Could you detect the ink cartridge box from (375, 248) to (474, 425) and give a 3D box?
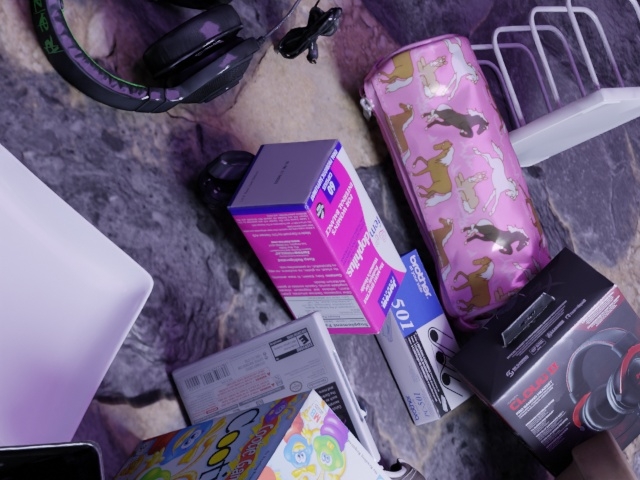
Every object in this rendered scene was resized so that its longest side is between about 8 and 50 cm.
[{"bbox_3d":[0.123,0.125,1.830,0.097,0.046,0.207,-25,92,-48],"label":"ink cartridge box"}]

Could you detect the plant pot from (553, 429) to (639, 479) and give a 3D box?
[{"bbox_3d":[0.326,0.403,1.757,0.263,0.229,0.263,58,5,-8],"label":"plant pot"}]

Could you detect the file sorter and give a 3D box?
[{"bbox_3d":[0.318,-0.225,1.995,0.193,0.277,0.173,-9,79,-46],"label":"file sorter"}]

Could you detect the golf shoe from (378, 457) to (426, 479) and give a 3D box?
[{"bbox_3d":[0.055,0.322,1.679,0.198,0.077,0.094,-16,63,-45],"label":"golf shoe"}]

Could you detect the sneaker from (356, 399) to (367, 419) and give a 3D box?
[{"bbox_3d":[-0.013,0.234,1.575,0.094,0.153,0.235,13,65,-40],"label":"sneaker"}]

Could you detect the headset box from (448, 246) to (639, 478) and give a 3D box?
[{"bbox_3d":[0.318,0.166,1.830,0.218,0.110,0.293,-44,131,-2],"label":"headset box"}]

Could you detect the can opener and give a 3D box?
[{"bbox_3d":[-0.078,-0.065,1.703,0.186,0.073,0.059,5,62,-53],"label":"can opener"}]

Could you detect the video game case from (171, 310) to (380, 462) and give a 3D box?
[{"bbox_3d":[-0.050,0.189,1.531,0.173,0.190,0.022,67,22,3],"label":"video game case"}]

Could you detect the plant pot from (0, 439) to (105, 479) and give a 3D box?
[{"bbox_3d":[-0.307,0.290,1.255,0.187,0.167,0.188,4,71,-43],"label":"plant pot"}]

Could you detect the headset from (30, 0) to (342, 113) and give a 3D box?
[{"bbox_3d":[-0.156,-0.266,1.680,0.394,0.185,0.243,-3,80,-29],"label":"headset"}]

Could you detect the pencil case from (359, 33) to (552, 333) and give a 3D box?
[{"bbox_3d":[0.184,-0.077,1.891,0.386,0.167,0.160,68,23,2],"label":"pencil case"}]

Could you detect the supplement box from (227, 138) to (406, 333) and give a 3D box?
[{"bbox_3d":[0.000,0.000,1.668,0.220,0.114,0.111,61,40,-37],"label":"supplement box"}]

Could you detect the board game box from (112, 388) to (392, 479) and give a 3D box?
[{"bbox_3d":[-0.086,0.269,1.400,0.144,0.275,0.142,51,46,-18],"label":"board game box"}]

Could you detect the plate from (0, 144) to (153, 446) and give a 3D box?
[{"bbox_3d":[-0.327,0.061,1.415,0.277,0.045,0.278,44,48,-24],"label":"plate"}]
